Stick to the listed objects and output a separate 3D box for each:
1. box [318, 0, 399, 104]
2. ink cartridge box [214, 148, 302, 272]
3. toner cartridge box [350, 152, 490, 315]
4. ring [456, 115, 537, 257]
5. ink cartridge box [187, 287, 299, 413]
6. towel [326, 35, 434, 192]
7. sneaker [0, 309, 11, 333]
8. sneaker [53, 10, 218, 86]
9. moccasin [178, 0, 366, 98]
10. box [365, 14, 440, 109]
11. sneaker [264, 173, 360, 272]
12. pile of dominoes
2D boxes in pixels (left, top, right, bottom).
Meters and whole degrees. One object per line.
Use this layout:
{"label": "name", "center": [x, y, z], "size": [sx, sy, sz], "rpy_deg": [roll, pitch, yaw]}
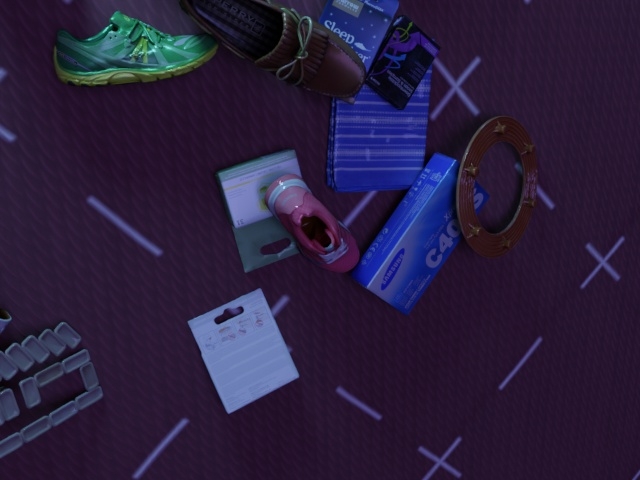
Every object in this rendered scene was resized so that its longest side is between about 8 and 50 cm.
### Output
{"label": "box", "center": [0.054, -0.407, 1.269], "size": [0.136, 0.036, 0.225], "rpy_deg": [25, 101, -5]}
{"label": "ink cartridge box", "center": [-0.109, -0.059, 1.328], "size": [0.171, 0.056, 0.235], "rpy_deg": [-20, 109, -17]}
{"label": "toner cartridge box", "center": [0.233, -0.012, 1.449], "size": [0.165, 0.075, 0.348], "rpy_deg": [35, 90, -37]}
{"label": "ring", "center": [0.430, -0.123, 1.476], "size": [0.336, 0.032, 0.337], "rpy_deg": [-10, 105, -41]}
{"label": "ink cartridge box", "center": [-0.172, 0.243, 1.399], "size": [0.180, 0.056, 0.225], "rpy_deg": [-24, 93, -14]}
{"label": "towel", "center": [0.135, -0.274, 1.375], "size": [0.243, 0.040, 0.336], "rpy_deg": [-3, 105, -22]}
{"label": "sneaker", "center": [-0.638, 0.194, 1.152], "size": [0.122, 0.106, 0.291], "rpy_deg": [2, 102, -20]}
{"label": "sneaker", "center": [-0.327, -0.349, 1.128], "size": [0.295, 0.109, 0.124], "rpy_deg": [-13, 113, -18]}
{"label": "moccasin", "center": [-0.078, -0.374, 1.159], "size": [0.379, 0.147, 0.139], "rpy_deg": [30, 113, -24]}
{"label": "box", "center": [0.172, -0.377, 1.337], "size": [0.116, 0.029, 0.162], "rpy_deg": [31, 89, -27]}
{"label": "sneaker", "center": [-0.001, 0.000, 1.309], "size": [0.116, 0.136, 0.314], "rpy_deg": [-41, 135, 4]}
{"label": "pile of dominoes", "center": [-0.563, 0.279, 1.211], "size": [0.251, 0.040, 0.196], "rpy_deg": [-28, 115, -45]}
